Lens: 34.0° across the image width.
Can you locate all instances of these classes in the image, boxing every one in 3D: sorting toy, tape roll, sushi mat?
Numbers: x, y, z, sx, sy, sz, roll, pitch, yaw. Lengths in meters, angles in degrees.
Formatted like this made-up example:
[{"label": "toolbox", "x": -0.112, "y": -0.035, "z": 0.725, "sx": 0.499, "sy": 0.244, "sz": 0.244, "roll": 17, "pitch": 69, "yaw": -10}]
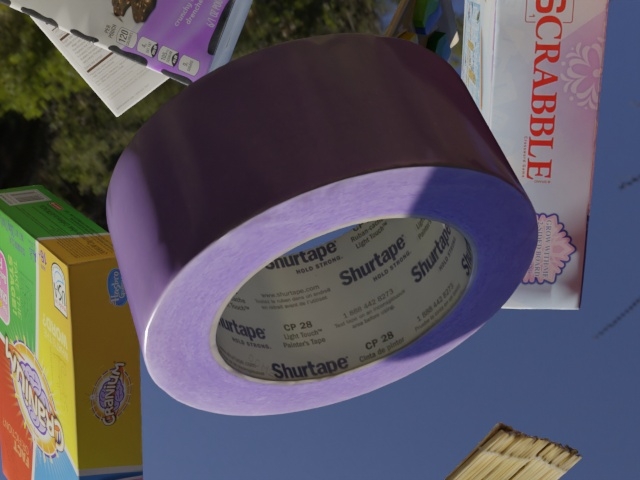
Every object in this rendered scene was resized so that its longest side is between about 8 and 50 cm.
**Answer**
[{"label": "sorting toy", "x": 0.136, "y": -0.259, "z": 1.458, "sx": 0.038, "sy": 0.193, "sz": 0.208, "roll": 20, "pitch": -112, "yaw": 26}, {"label": "tape roll", "x": 0.000, "y": 0.000, "z": 0.492, "sx": 0.189, "sy": 0.189, "sz": 0.080, "roll": -24, "pitch": -124, "yaw": 3}, {"label": "sushi mat", "x": 0.086, "y": 0.277, "z": 0.915, "sx": 0.316, "sy": 0.151, "sz": 0.019, "roll": -47, "pitch": -132, "yaw": 13}]

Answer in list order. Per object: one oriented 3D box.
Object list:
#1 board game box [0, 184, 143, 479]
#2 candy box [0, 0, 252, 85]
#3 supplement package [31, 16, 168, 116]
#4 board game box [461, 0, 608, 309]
[{"label": "board game box", "x": -0.247, "y": 0.130, "z": 1.000, "sx": 0.064, "sy": 0.317, "sz": 0.242, "roll": -10, "pitch": -158, "yaw": -32}, {"label": "candy box", "x": -0.142, "y": -0.229, "z": 0.793, "sx": 0.196, "sy": 0.070, "sz": 0.165, "roll": 24, "pitch": -73, "yaw": 3}, {"label": "supplement package", "x": -0.335, "y": -0.376, "z": 1.626, "sx": 0.175, "sy": 0.293, "sz": 0.177, "roll": -34, "pitch": -160, "yaw": 13}, {"label": "board game box", "x": 0.138, "y": -0.157, "z": 0.720, "sx": 0.065, "sy": 0.318, "sz": 0.319, "roll": 2, "pitch": -161, "yaw": 4}]
